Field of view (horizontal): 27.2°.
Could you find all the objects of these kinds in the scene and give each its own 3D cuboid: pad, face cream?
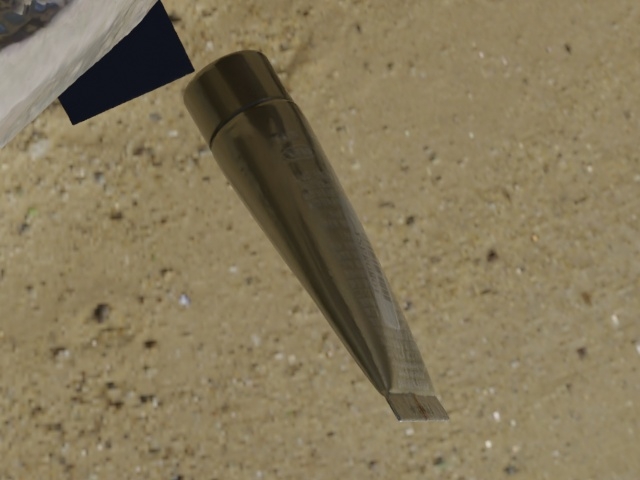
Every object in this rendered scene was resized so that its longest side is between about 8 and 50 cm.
[{"bbox_3d":[-0.271,-0.274,1.538,0.170,0.006,0.245,-23,107,11],"label":"pad"},{"bbox_3d":[0.000,0.000,1.078,0.084,0.341,0.137,-35,162,13],"label":"face cream"}]

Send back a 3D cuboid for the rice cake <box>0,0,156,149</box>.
[{"bbox_3d":[-0.137,-0.032,0.357,0.064,0.399,0.070,32,129,2],"label":"rice cake"}]
